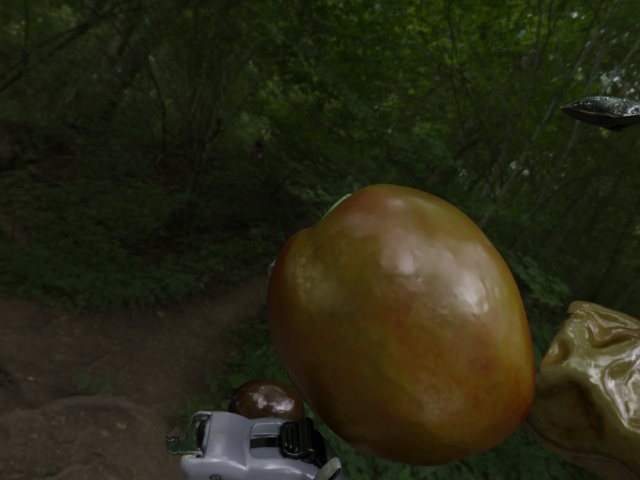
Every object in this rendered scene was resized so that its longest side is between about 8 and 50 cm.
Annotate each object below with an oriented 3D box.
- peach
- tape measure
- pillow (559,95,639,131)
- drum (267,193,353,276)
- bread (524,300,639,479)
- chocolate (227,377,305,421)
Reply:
[{"bbox_3d":[0.096,0.100,0.515,0.332,0.307,0.308,52,-6,12],"label":"peach"},{"bbox_3d":[-0.058,0.274,0.456,0.105,0.178,0.196,-107,-165,-69],"label":"tape measure"},{"bbox_3d":[0.513,-0.232,0.781,0.055,0.091,0.136,63,-3,-30],"label":"pillow"},{"bbox_3d":[0.012,-0.015,0.707,0.049,0.130,0.253,42,22,10],"label":"drum"},{"bbox_3d":[0.384,0.198,0.499,0.252,0.196,0.238,20,-12,31],"label":"bread"},{"bbox_3d":[-0.115,0.378,0.929,0.177,0.177,0.177,44,-7,7],"label":"chocolate"}]
